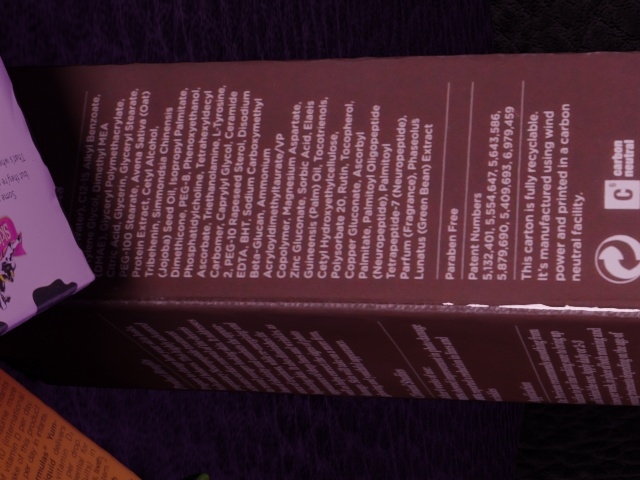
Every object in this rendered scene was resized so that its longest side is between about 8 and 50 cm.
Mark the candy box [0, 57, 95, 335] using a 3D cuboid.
[{"bbox_3d":[-0.186,-0.063,0.607,0.233,0.071,0.159,67,18,-4],"label":"candy box"}]

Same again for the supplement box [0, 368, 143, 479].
[{"bbox_3d":[-0.142,0.120,0.723,0.233,0.078,0.080,44,38,-30],"label":"supplement box"}]

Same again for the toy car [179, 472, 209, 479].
[{"bbox_3d":[-0.097,0.269,1.157,0.239,0.053,0.225,-56,144,-65],"label":"toy car"}]

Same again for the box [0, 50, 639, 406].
[{"bbox_3d":[0.000,0.000,0.856,0.191,0.381,0.143,55,37,-67],"label":"box"}]
